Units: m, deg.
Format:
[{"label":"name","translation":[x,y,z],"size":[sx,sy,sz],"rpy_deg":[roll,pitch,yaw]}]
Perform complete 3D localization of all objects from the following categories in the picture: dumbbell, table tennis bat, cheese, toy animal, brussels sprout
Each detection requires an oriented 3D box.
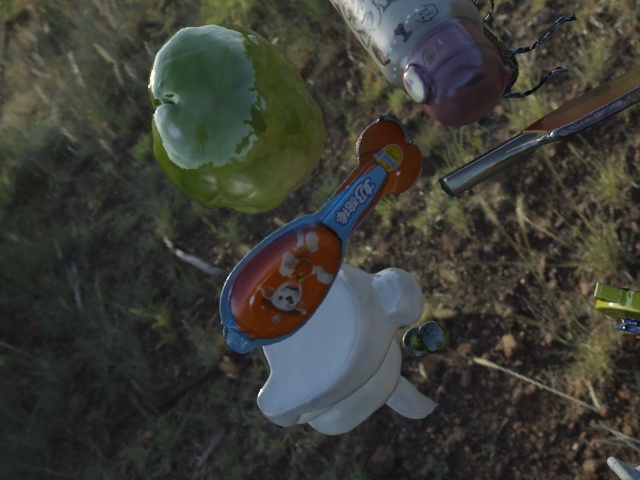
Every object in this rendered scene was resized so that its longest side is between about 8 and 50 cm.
[{"label":"dumbbell","translation":[0.162,0.154,1.314],"size":[0.046,0.052,0.118],"rpy_deg":[-47,-3,-14]},{"label":"table tennis bat","translation":[0.198,-0.096,0.697],"size":[0.220,0.019,0.130],"rpy_deg":[-29,6,2]},{"label":"cheese","translation":[0.000,0.000,0.766],"size":[0.256,0.106,0.037],"rpy_deg":[-49,41,1]},{"label":"toy animal","translation":[0.050,0.147,1.164],"size":[0.241,0.367,0.196],"rpy_deg":[-23,65,9]},{"label":"brussels sprout","translation":[-0.126,-0.175,1.289],"size":[0.242,0.316,0.274],"rpy_deg":[-29,49,19]}]

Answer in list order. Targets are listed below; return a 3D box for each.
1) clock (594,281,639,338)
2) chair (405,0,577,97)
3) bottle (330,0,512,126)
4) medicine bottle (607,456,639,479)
[{"label":"clock","translation":[0.616,0.148,1.484],"size":[0.293,0.277,0.071],"rpy_deg":[12,84,26]},{"label":"chair","translation":[0.211,-0.260,1.156],"size":[0.213,0.149,0.174],"rpy_deg":[-30,30,42]},{"label":"bottle","translation":[0.100,-0.225,0.890],"size":[0.120,0.120,0.253],"rpy_deg":[-41,55,18]},{"label":"medicine bottle","translation":[0.420,0.319,1.036],"size":[0.061,0.092,0.221],"rpy_deg":[-63,1,2]}]
